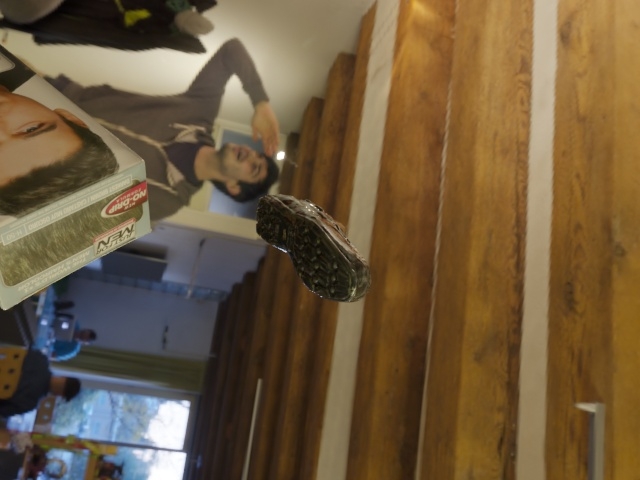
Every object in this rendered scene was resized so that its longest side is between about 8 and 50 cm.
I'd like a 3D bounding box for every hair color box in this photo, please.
[{"bbox_3d":[-0.384,-0.107,0.772,0.374,0.185,0.114,37,-39,25],"label":"hair color box"}]

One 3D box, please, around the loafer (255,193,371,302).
[{"bbox_3d":[0.000,0.000,0.749,0.223,0.078,0.076,40,-52,54],"label":"loafer"}]
